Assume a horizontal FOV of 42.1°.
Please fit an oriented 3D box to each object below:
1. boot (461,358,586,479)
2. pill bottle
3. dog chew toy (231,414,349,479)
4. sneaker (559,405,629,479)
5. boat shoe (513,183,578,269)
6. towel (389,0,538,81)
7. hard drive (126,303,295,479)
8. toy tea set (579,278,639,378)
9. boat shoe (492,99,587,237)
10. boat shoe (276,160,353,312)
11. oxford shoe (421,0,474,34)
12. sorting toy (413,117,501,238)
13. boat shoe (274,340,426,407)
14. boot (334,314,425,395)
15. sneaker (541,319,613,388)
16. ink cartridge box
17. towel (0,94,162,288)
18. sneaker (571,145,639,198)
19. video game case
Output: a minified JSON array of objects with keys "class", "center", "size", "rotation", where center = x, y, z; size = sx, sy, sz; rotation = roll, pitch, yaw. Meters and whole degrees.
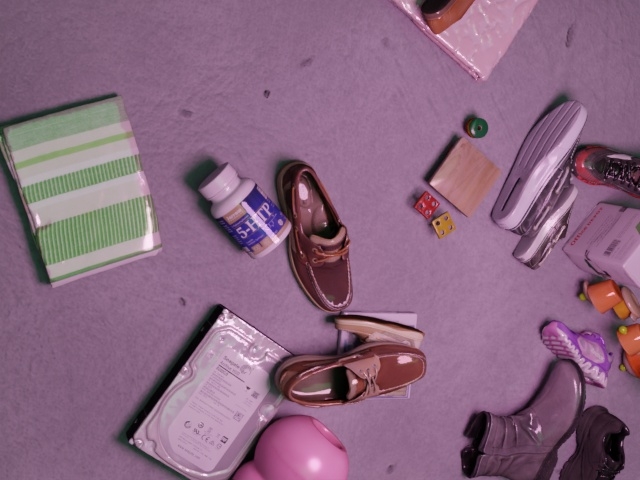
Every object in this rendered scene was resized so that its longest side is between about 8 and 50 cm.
[{"class":"boot","center":[0.478,0.427,1.967],"size":[0.222,0.118,0.338],"rotation":[14,99,-19]},{"class":"pill bottle","center":[-0.158,-0.063,1.700],"size":[0.112,0.112,0.187],"rotation":[-45,108,-9]},{"class":"dog chew toy","center":[-0.096,0.531,1.760],"size":[0.206,0.206,0.332],"rotation":[43,90,-19]},{"class":"sneaker","center":[0.683,0.562,2.062],"size":[0.109,0.130,0.286],"rotation":[9,95,-22]},{"class":"boat shoe","center":[0.545,-0.032,1.969],"size":[0.070,0.078,0.219],"rotation":[34,93,-19]},{"class":"towel","center":[0.335,-0.573,1.834],"size":[0.317,0.053,0.332],"rotation":[35,85,-19]},{"class":"hard drive","center":[-0.215,0.337,1.760],"size":[0.237,0.064,0.339],"rotation":[38,83,-20]},{"class":"toy tea set","center":[0.738,0.234,2.037],"size":[0.124,0.200,0.336],"rotation":[-32,91,29]},{"class":"boat shoe","center":[0.525,-0.162,1.932],"size":[0.119,0.121,0.335],"rotation":[28,99,-28]},{"class":"boat shoe","center":[0.000,0.000,1.756],"size":[0.123,0.123,0.342],"rotation":[-17,102,-16]},{"class":"oxford shoe","center":[0.300,-0.521,1.776],"size":[0.212,0.076,0.076],"rotation":[-42,137,-12]},{"class":"sorting toy","center":[0.315,-0.137,1.887],"size":[0.132,0.046,0.274],"rotation":[37,84,-20]},{"class":"boat shoe","center":[0.071,0.291,1.733],"size":[0.324,0.116,0.123],"rotation":[-10,103,-8]},{"class":"boot","center":[0.114,0.255,1.832],"size":[0.213,0.077,0.165],"rotation":[14,94,-20]},{"class":"sneaker","center":[0.636,0.257,2.032],"size":[0.236,0.095,0.104],"rotation":[42,76,-24]},{"class":"ink cartridge box","center":[0.703,0.008,1.950],"size":[0.092,0.219,0.160],"rotation":[43,83,-22]},{"class":"towel","center":[-0.463,-0.095,1.633],"size":[0.247,0.038,0.325],"rotation":[-18,101,-17]},{"class":"sneaker","center":[0.728,-0.161,1.980],"size":[0.276,0.135,0.098],"rotation":[14,94,-19]},{"class":"video game case","center":[0.126,0.261,1.887],"size":[0.183,0.023,0.201],"rotation":[3,96,-19]}]
